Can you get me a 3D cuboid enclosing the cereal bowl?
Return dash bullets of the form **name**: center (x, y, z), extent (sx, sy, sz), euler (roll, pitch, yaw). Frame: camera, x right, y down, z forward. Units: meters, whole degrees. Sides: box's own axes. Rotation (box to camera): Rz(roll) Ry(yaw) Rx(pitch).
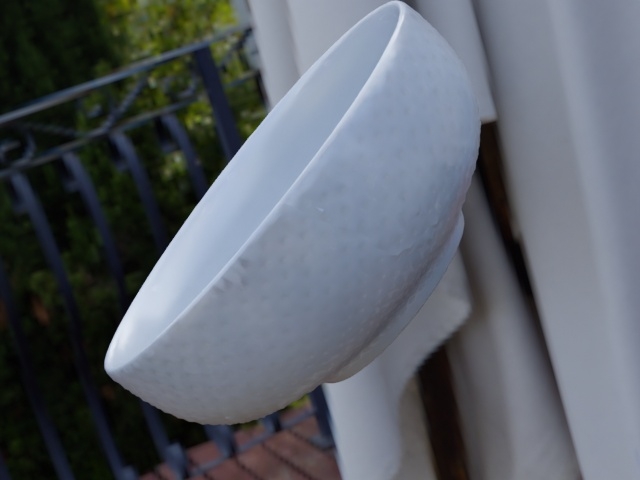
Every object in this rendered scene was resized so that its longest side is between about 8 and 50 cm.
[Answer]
- **cereal bowl**: center (0.000, 0.000, 1.072), extent (0.339, 0.141, 0.339), euler (-49, 11, 13)
